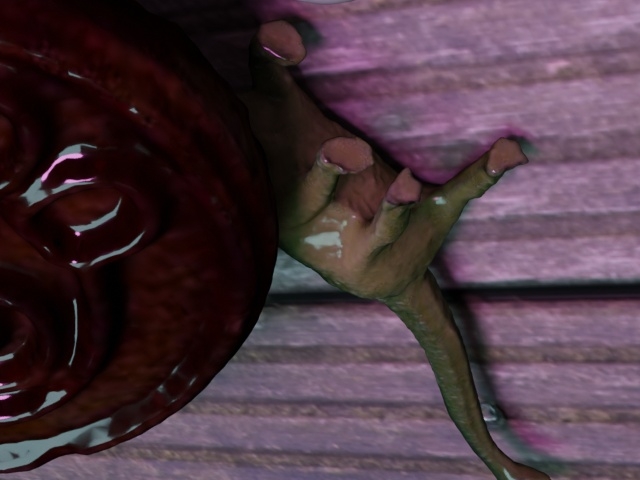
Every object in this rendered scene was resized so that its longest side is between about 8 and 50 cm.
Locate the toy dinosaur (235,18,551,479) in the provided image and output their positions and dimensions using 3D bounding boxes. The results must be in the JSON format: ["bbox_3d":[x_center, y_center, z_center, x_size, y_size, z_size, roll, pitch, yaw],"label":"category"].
[{"bbox_3d":[0.000,0.000,1.177,0.447,0.087,0.301,30,152,-1],"label":"toy dinosaur"}]

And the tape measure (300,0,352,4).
[{"bbox_3d":[-0.044,-0.227,0.754,0.243,0.246,0.125,24,148,-15],"label":"tape measure"}]

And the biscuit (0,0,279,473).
[{"bbox_3d":[-0.227,-0.001,1.050,0.407,0.091,0.407,1,135,1],"label":"biscuit"}]
